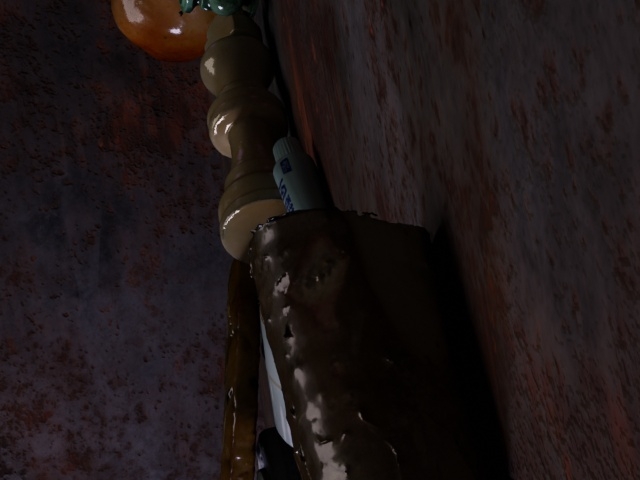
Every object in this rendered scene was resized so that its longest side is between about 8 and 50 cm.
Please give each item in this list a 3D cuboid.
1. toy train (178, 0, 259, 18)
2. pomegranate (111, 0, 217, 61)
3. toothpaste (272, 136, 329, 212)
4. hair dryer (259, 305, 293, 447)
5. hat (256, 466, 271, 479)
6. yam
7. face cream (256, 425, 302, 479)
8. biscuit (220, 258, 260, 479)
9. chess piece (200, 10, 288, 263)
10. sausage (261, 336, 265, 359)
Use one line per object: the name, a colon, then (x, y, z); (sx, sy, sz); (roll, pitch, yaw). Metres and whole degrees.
toy train: (-0.135, -0.403, 1.819); (0.285, 0.116, 0.177); (-107, 23, -56)
pomegranate: (-0.212, -0.365, 2.095); (0.209, 0.209, 0.209); (170, 90, -84)
toothpaste: (0.000, 0.000, 1.463); (0.074, 0.048, 0.296); (92, 164, -47)
hair dryer: (0.019, 0.201, 1.224); (0.357, 0.108, 0.173); (-101, 3, -48)
hat: (-0.003, 0.392, 1.647); (0.257, 0.130, 0.257); (177, 90, -83)
yam: (0.034, 0.098, 0.910); (0.128, 0.129, 0.238); (91, 168, -63)
face cream: (-0.021, 0.342, 1.850); (0.206, 0.111, 0.205); (169, 90, -82)
biscuit: (-0.097, 0.187, 1.726); (0.359, 0.046, 0.359); (-177, 90, -86)
chess piece: (-0.088, -0.148, 1.741); (0.117, 0.117, 0.397); (87, 173, -47)
sausage: (-0.026, 0.122, 1.670); (0.433, 0.088, 0.087); (128, 132, -82)
